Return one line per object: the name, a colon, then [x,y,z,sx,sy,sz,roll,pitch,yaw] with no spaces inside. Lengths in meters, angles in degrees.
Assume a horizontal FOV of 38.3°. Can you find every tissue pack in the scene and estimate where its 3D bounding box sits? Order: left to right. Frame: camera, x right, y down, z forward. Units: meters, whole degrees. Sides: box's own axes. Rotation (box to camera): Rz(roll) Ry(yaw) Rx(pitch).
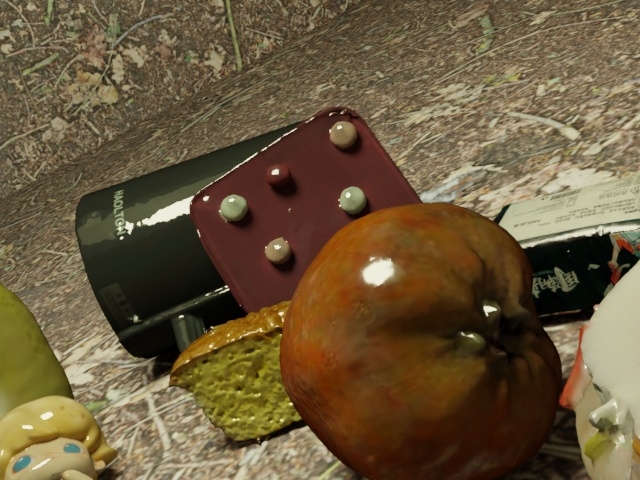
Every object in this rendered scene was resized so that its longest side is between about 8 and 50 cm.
tissue pack: [0.229,0.005,0.765,0.170,0.090,0.103,-14,23,35]

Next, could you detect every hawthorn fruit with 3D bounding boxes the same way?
hawthorn fruit: [0.051,0.084,0.669,0.199,0.199,0.251,-39,8,-32]

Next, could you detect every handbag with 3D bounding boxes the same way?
handbag: [-0.001,-0.001,0.896,0.203,0.216,0.074,-33,-17,-4]

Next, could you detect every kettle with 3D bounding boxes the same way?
kettle: [-0.094,-0.002,1.026,0.308,0.203,0.262,-21,18,6]

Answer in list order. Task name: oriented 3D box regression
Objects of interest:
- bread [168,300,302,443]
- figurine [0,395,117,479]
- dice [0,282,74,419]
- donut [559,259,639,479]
bread: [-0.033,0.109,0.808,0.187,0.103,0.065,-24,20,11]
figurine: [-0.237,0.216,0.801,0.114,0.108,0.196,-33,26,-7]
dice: [-0.411,0.166,0.929,0.233,0.238,0.227,-6,27,45]
donut: [0.309,0.069,0.430,0.383,0.142,0.382,-23,19,9]
